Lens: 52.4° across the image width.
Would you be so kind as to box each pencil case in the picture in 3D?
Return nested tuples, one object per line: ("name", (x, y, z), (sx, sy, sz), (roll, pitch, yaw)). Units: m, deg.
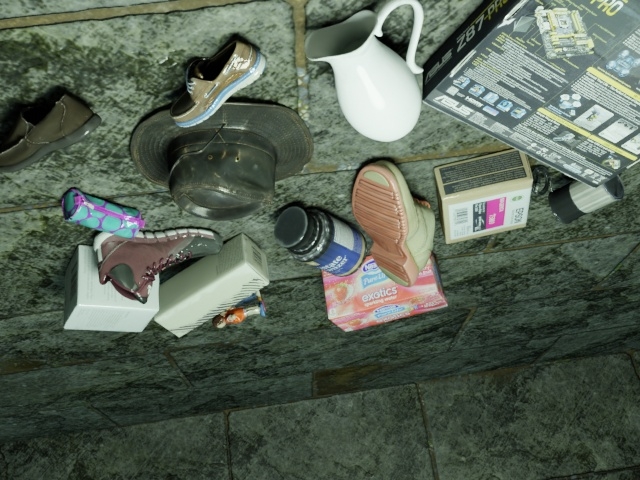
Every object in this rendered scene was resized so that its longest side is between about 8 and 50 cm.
("pencil case", (-0.431, -0.050, 1.290), (0.070, 0.064, 0.152), (-9, 160, 40))

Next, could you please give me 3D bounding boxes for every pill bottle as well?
("pill bottle", (0.000, 0.000, 1.470), (0.123, 0.123, 0.219), (-25, 150, 30))

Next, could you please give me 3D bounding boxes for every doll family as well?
("doll family", (-0.241, 0.164, 1.759), (0.163, 0.118, 0.263), (-15, 177, -5))

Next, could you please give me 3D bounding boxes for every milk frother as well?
("milk frother", (0.545, -0.120, 1.402), (0.143, 0.129, 0.135), (2, 156, -36))

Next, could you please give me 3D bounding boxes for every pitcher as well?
("pitcher", (0.098, -0.260, 0.995), (0.178, 0.125, 0.207), (-27, 138, 13))

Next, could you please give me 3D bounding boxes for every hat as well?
("hat", (-0.170, -0.115, 1.171), (0.331, 0.134, 0.331), (-7, 153, -4))

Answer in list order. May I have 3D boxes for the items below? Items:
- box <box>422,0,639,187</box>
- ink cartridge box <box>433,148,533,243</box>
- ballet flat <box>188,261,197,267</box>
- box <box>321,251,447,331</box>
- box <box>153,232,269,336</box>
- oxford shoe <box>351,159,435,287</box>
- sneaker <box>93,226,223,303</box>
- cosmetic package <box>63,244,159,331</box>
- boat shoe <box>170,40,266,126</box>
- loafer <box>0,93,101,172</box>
("box", (0.407, -0.258, 1.013), (0.395, 0.097, 0.318), (21, 146, -21))
("ink cartridge box", (0.358, -0.092, 1.442), (0.193, 0.088, 0.234), (-12, 153, 8))
("ballet flat", (-0.245, 0.097, 1.652), (0.188, 0.070, 0.070), (5, 150, -28))
("box", (0.171, 0.125, 1.749), (0.300, 0.154, 0.142), (-16, 153, 16))
("box", (-0.259, 0.107, 1.533), (0.275, 0.113, 0.094), (-31, 130, 17))
("oxford shoe", (0.173, -0.058, 1.447), (0.146, 0.140, 0.397), (-48, 149, -19))
("sneaker", (-0.352, 0.063, 1.432), (0.281, 0.162, 0.106), (-1, 153, -15))
("cosmetic package", (-0.484, 0.115, 1.509), (0.184, 0.151, 0.151), (9, 149, -30))
("boat shoe", (-0.172, -0.245, 0.994), (0.183, 0.066, 0.066), (-33, 142, 22))
("loafer", (-0.450, -0.177, 1.037), (0.220, 0.080, 0.078), (-19, 120, 21))
